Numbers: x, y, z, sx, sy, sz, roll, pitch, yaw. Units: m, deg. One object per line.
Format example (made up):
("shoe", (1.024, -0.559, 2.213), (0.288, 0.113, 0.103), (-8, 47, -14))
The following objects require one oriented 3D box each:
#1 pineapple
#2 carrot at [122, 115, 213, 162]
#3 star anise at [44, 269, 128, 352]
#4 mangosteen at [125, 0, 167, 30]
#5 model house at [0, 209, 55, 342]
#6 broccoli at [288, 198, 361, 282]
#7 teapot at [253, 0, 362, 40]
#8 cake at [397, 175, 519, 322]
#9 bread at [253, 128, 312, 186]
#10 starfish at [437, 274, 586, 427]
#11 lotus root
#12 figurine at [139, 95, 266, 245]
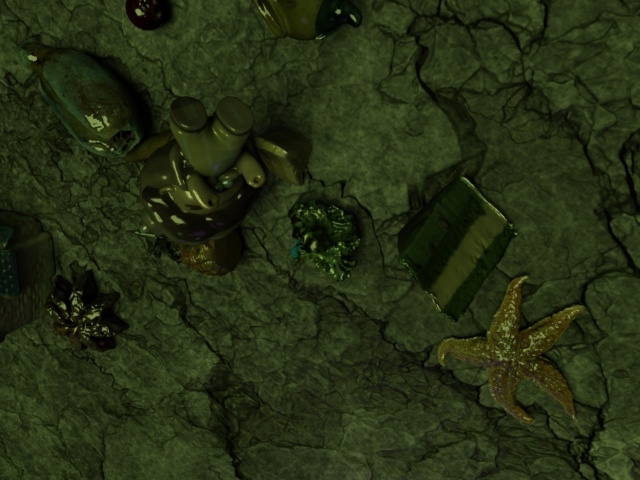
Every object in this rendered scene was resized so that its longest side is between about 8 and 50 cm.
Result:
("pineapple", (-0.300, 0.007, 1.230), (0.248, 0.128, 0.128), (9, 114, 27))
("carrot", (-0.310, -0.209, 1.173), (0.342, 0.070, 0.070), (-9, 107, 26))
("star anise", (-0.639, 0.202, 1.453), (0.236, 0.109, 0.223), (40, 124, 1))
("mangosteen", (-0.341, -0.454, 1.085), (0.081, 0.081, 0.081), (8, 113, 19))
("model house", (-0.867, 0.101, 1.411), (0.243, 0.284, 0.299), (12, 115, 12))
("broccoli", (0.000, 0.000, 1.075), (0.154, 0.160, 0.167), (-2, 91, 24))
("teapot", (-0.029, -0.449, 0.921), (0.182, 0.173, 0.269), (-34, 78, -2))
("cake", (0.195, 0.043, 0.954), (0.158, 0.283, 0.172), (45, 136, 1))
("bread", (-0.081, -0.150, 1.055), (0.077, 0.152, 0.105), (25, 113, 13))
("starfish", (0.388, 0.217, 1.059), (0.299, 0.060, 0.302), (23, 117, 15))
("lotus root", (-0.503, -0.316, 1.175), (0.322, 0.140, 0.158), (47, 145, 10))
("figurine", (-0.215, -0.126, 0.995), (0.203, 0.248, 0.380), (60, 156, 9))
